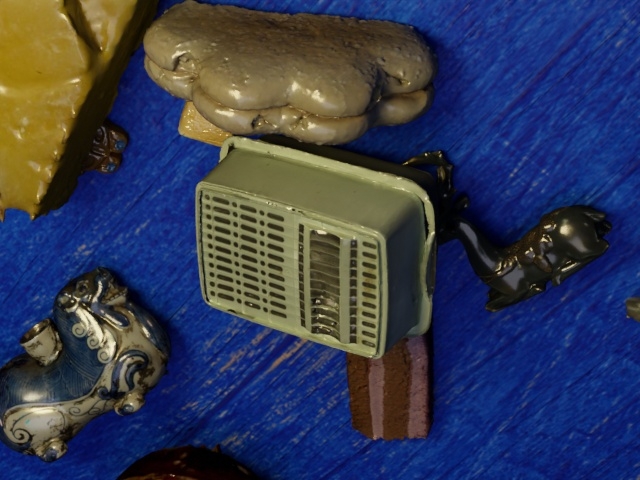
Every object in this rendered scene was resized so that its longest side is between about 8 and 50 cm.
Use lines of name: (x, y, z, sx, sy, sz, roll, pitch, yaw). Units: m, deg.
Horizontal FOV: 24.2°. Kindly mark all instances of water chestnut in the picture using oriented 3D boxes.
water chestnut: (-0.175, 0.439, 2.059, 0.300, 0.300, 0.300, 4, 124, 6)

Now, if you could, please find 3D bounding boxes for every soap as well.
soap: (-0.252, -0.187, 1.707, 0.304, 0.169, 0.339, -7, 115, 17)

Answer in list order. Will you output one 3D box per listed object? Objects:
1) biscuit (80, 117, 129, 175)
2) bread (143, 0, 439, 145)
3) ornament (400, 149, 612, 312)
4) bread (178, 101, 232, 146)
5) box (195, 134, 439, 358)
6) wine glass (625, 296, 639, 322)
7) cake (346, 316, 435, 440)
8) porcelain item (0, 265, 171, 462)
biscuit: (-0.324, -0.138, 1.843, 0.175, 0.026, 0.124, 21, 124, -6)
bread: (-0.036, -0.184, 1.680, 0.337, 0.183, 0.102, 6, 121, -1)
ornament: (0.212, -0.033, 1.805, 0.202, 0.080, 0.236, -35, 113, 30)
bread: (-0.132, -0.157, 1.800, 0.070, 0.035, 0.083, 12, 118, -1)
box: (0.000, 0.000, 1.764, 0.290, 0.166, 0.221, 16, 127, 24)
wine glass: (0.416, 0.008, 1.814, 0.066, 0.066, 0.198, 7, 124, 3)
cake: (0.088, 0.162, 1.944, 0.115, 0.113, 0.295, 2, 129, 9)
porcelain item: (-0.336, 0.168, 1.986, 0.288, 0.138, 0.186, -31, 104, 23)
